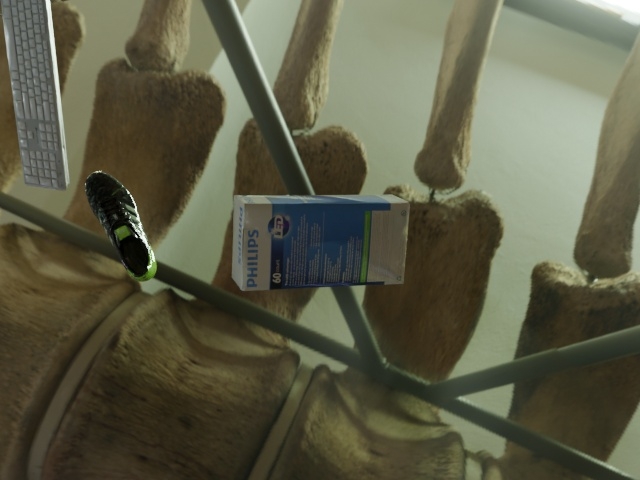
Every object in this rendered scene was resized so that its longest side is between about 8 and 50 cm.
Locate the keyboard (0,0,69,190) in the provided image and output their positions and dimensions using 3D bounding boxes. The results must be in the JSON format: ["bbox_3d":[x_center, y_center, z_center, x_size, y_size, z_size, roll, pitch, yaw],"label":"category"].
[{"bbox_3d":[-0.344,-0.188,0.897,0.072,0.014,0.256,7,-71,21],"label":"keyboard"}]

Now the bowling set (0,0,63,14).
[{"bbox_3d":[-0.532,-0.478,1.289,0.287,0.200,0.154,-28,-65,-34],"label":"bowling set"}]

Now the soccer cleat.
[{"bbox_3d":[-0.289,-0.023,1.088,0.060,0.072,0.179,-28,-90,-9],"label":"soccer cleat"}]

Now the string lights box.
[{"bbox_3d":[0.000,0.000,1.141,0.259,0.077,0.133,-1,-76,-18],"label":"string lights box"}]
